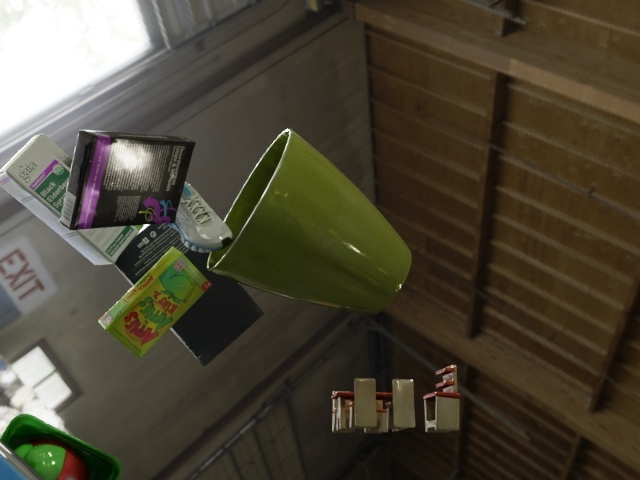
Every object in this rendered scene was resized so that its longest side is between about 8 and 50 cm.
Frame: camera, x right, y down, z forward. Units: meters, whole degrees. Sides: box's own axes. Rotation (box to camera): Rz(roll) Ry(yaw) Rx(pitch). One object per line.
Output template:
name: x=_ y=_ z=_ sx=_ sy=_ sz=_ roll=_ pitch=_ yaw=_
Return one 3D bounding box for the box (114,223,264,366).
box: x=-0.329 y=0.093 z=1.619 sx=0.312 sy=0.179 sz=0.343 roll=53 pitch=-14 yaw=-13

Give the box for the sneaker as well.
sneaker: x=-0.213 y=-0.048 z=1.136 sx=0.190 sy=0.071 sz=0.083 roll=32 pitch=-43 yaw=36

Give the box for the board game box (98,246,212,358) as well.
board game box: x=-0.289 y=0.109 z=1.228 sx=0.043 sy=0.181 sz=0.092 roll=26 pitch=-21 yaw=50

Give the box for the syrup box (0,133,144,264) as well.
syrup box: x=-0.440 y=-0.067 z=1.225 sx=0.237 sy=0.093 sz=0.096 roll=47 pitch=-29 yaw=-25

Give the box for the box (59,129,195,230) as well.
box: x=-0.231 y=-0.073 z=0.851 sx=0.029 sy=0.162 sz=0.116 roll=30 pitch=-70 yaw=31

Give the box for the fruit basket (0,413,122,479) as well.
fruit basket: x=-0.587 y=0.534 z=1.327 sx=0.283 sy=0.392 sz=0.392 roll=31 pitch=-23 yaw=-10

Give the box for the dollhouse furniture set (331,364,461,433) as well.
dollhouse furniture set: x=0.153 y=0.329 z=1.460 sx=0.262 sy=0.259 sz=0.135 roll=116 pitch=-24 yaw=-70

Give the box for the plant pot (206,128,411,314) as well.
plant pot: x=0.000 y=0.000 z=1.201 sx=0.293 sy=0.275 sz=0.275 roll=30 pitch=-21 yaw=-15

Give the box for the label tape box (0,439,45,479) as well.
label tape box: x=-0.292 y=0.228 z=0.588 sx=0.249 sy=0.115 sz=0.347 roll=50 pitch=-25 yaw=-15
